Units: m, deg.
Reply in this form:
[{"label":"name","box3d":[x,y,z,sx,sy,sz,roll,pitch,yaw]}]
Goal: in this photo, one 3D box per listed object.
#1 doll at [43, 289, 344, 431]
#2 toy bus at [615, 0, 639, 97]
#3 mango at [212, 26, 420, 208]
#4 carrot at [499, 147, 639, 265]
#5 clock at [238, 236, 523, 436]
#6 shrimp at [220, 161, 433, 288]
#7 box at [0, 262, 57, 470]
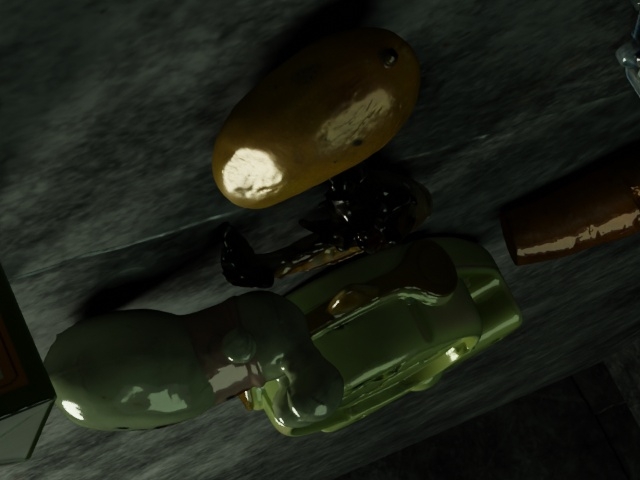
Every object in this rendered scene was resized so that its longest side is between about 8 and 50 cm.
[{"label":"doll","box3d":[-0.120,0.099,1.158,0.275,0.113,0.155,-1,172,-2]},{"label":"toy bus","box3d":[0.306,-0.154,1.072,0.131,0.106,0.297,-29,168,1]},{"label":"mango","box3d":[-0.009,-0.071,0.864,0.098,0.075,0.190,-8,164,-38]},{"label":"carrot","box3d":[0.288,-0.030,1.516,0.193,0.087,0.087,-27,166,-2]},{"label":"clock","box3d":[0.045,0.108,1.504,0.286,0.117,0.348,-32,165,18]},{"label":"shrimp","box3d":[-0.004,-0.008,1.131,0.178,0.075,0.289,-26,179,10]},{"label":"box","box3d":[-0.266,0.075,0.767,0.195,0.148,0.177,-21,169,-21]}]
